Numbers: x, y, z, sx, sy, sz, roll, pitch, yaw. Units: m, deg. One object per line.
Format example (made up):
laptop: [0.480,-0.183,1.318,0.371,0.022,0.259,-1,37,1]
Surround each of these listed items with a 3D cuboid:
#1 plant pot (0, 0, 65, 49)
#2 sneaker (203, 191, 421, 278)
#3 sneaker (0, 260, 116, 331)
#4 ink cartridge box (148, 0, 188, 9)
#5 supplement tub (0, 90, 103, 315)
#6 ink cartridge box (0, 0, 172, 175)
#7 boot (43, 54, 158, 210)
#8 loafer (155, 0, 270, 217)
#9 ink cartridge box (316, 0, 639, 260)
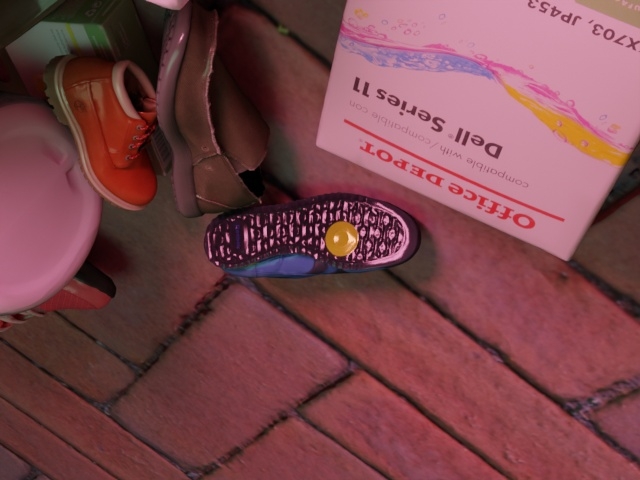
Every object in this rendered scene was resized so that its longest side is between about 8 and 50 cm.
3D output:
plant pot: [-0.326,-0.268,0.837,0.323,0.323,0.280,-28,98,50]
sneaker: [0.000,0.000,1.100,0.209,0.069,0.082,-3,169,26]
sneaker: [-0.374,0.068,1.334,0.313,0.136,0.116,5,163,15]
ink cartridge box: [-0.065,-0.312,0.621,0.131,0.226,0.306,25,145,10]
supplement tub: [-0.368,-0.055,1.112,0.316,0.194,0.194,13,142,37]
ink cartridge box: [-0.251,-0.150,1.102,0.235,0.056,0.171,8,139,26]
boot: [-0.164,-0.088,1.023,0.084,0.059,0.158,-1,133,26]
loafer: [-0.085,-0.108,1.014,0.087,0.094,0.251,1,150,0]
ink cartridge box: [0.123,-0.123,0.799,0.207,0.119,0.353,25,144,9]
